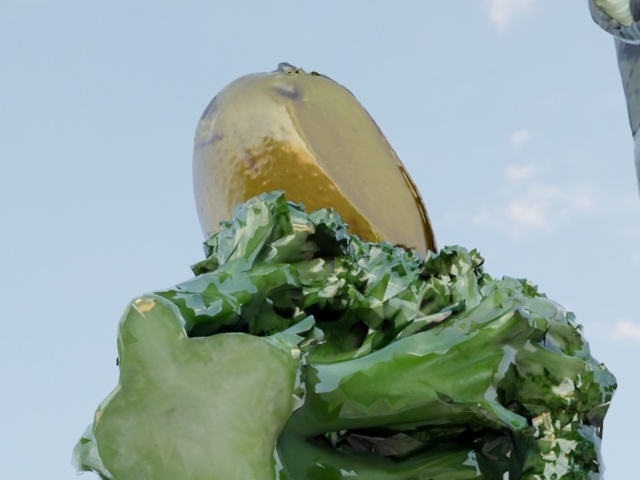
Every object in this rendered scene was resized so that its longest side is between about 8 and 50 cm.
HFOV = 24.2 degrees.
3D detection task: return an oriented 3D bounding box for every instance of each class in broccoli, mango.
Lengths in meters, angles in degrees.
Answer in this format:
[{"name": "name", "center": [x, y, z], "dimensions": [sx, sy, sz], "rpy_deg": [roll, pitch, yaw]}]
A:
[{"name": "broccoli", "center": [0.001, 0.108, 0.661], "dimensions": [0.265, 0.295, 0.245], "rpy_deg": [-29, -23, 15]}, {"name": "mango", "center": [0.000, 0.000, 1.028], "dimensions": [0.130, 0.262, 0.167], "rpy_deg": [-13, -33, -32]}]

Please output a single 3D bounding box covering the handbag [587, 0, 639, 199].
[{"name": "handbag", "center": [0.210, -0.169, 0.549], "dimensions": [0.180, 0.416, 0.317], "rpy_deg": [4, -38, -4]}]
